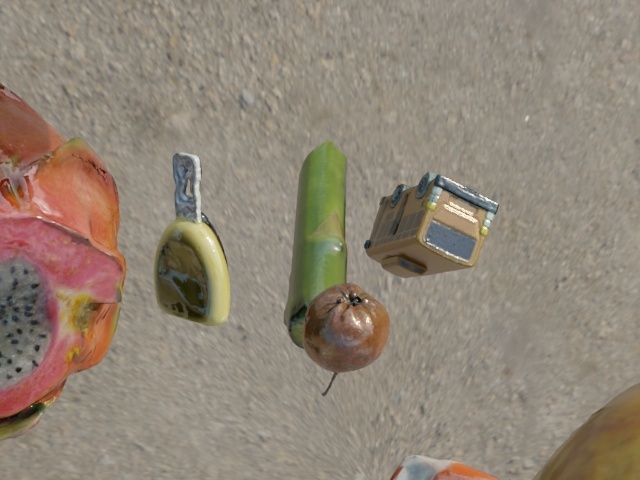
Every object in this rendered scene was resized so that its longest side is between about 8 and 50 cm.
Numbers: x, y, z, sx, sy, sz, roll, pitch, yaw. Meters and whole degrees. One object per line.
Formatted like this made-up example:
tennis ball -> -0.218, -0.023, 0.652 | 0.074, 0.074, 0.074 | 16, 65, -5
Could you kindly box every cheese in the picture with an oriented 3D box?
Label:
cheese -> -0.121, -0.003, 1.087 | 0.086, 0.036, 0.162 | 15, 114, 35

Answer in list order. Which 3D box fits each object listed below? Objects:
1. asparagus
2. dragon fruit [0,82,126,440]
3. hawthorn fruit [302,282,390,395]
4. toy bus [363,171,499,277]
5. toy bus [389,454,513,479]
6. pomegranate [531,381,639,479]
asparagus -> -0.002, -0.001, 1.213 | 0.060, 0.067, 0.277 | 11, 39, -8
dragon fruit -> -0.284, 0.028, 0.905 | 0.291, 0.189, 0.290 | -7, 117, -15
hawthorn fruit -> 0.018, 0.082, 0.881 | 0.067, 0.103, 0.066 | 2, 35, -2
toy bus -> 0.140, -0.012, 1.529 | 0.098, 0.201, 0.114 | 25, 77, -15
toy bus -> 0.075, 0.155, 0.597 | 0.077, 0.174, 0.079 | 23, 81, 23
pomegranate -> 0.233, 0.216, 0.375 | 0.410, 0.410, 0.410 | -1, 78, 3
